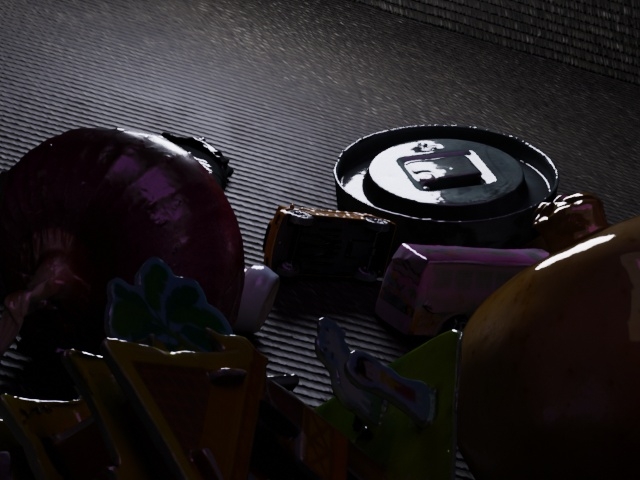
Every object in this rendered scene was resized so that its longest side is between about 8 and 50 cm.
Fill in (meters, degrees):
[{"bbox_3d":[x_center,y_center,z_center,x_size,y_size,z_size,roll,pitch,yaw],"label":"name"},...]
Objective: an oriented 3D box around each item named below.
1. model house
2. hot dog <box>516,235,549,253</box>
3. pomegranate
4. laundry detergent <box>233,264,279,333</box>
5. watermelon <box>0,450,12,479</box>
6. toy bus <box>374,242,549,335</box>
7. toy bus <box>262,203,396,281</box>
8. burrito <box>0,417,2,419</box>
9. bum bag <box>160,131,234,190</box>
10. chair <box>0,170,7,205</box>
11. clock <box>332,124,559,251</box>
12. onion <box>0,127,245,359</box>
[{"bbox_3d":[-0.069,0.135,1.268,0.313,0.242,0.357,44,34,-26],"label":"model house"},{"bbox_3d":[0.308,0.002,2.435,0.249,0.076,0.102,31,9,41],"label":"hot dog"},{"bbox_3d":[0.314,0.136,1.682,0.411,0.411,0.411,16,21,-6],"label":"pomegranate"},{"bbox_3d":[-0.212,0.011,1.955,0.335,0.088,0.159,22,26,8],"label":"laundry detergent"},{"bbox_3d":[-0.262,0.249,1.159,0.193,0.231,0.310,-13,40,6],"label":"watermelon"},{"bbox_3d":[0.207,0.070,2.144,0.274,0.112,0.090,3,18,-36],"label":"toy bus"},{"bbox_3d":[0.000,0.000,2.173,0.194,0.083,0.088,5,15,-40],"label":"toy bus"},{"bbox_3d":[-0.230,0.201,1.446,0.445,0.101,0.139,13,32,-22],"label":"burrito"},{"bbox_3d":[-0.180,-0.099,2.298,0.123,0.060,0.248,17,20,-3],"label":"bum bag"},{"bbox_3d":[-0.406,0.069,1.567,0.188,0.166,0.272,14,63,-13],"label":"chair"},{"bbox_3d":[0.176,-0.074,2.405,0.319,0.066,0.319,0,29,0],"label":"clock"},{"bbox_3d":[-0.205,0.000,1.730,0.256,0.230,0.272,1,1,-5],"label":"onion"}]
